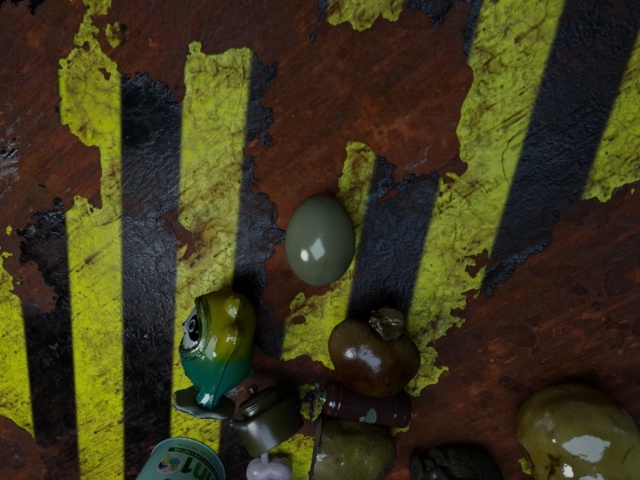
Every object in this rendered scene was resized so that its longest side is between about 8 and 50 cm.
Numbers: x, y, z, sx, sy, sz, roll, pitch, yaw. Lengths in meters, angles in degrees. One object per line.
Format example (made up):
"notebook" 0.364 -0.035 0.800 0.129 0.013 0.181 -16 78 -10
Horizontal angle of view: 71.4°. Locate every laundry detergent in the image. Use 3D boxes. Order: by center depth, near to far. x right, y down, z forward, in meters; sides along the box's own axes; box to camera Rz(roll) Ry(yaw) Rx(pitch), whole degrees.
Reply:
"laundry detergent" -0.498 0.870 1.463 0.287 0.305 0.288 2 109 7

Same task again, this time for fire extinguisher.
"fire extinguisher" 0.090 0.492 1.307 0.343 0.102 0.138 13 67 -11

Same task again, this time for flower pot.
"flower pot" 0.412 0.781 1.351 0.301 0.213 0.302 2 109 6

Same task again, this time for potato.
"potato" 0.106 0.646 1.363 0.265 0.229 0.230 10 110 -4

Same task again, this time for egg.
"egg" 0.000 0.000 1.160 0.185 0.186 0.242 8 106 5

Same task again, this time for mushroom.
"mushroom" 0.150 0.312 1.241 0.263 0.195 0.283 12 110 10

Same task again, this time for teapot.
"teapot" -0.156 0.507 1.324 0.185 0.267 0.176 -35 80 36

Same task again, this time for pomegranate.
"pomegranate" 0.707 0.552 1.200 0.332 0.332 0.333 3 109 7

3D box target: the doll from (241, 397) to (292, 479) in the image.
"doll" -0.180 0.687 1.469 0.160 0.094 0.366 -6 109 3

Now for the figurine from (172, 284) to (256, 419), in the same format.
"figurine" -0.287 0.303 1.264 0.231 0.323 0.340 13 94 -21
